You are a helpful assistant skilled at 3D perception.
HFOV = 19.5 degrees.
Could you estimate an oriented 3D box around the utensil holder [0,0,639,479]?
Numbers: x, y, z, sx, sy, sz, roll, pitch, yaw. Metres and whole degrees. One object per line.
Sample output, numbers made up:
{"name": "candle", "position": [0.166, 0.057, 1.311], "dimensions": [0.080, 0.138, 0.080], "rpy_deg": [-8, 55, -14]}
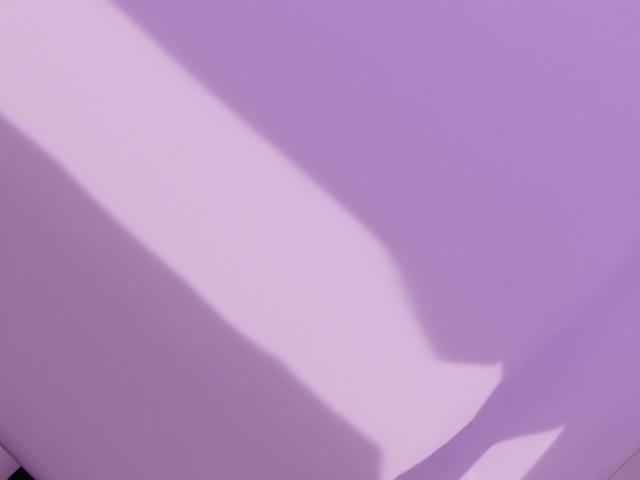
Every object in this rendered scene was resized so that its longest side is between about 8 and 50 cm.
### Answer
{"name": "utensil holder", "position": [-0.062, -0.099, 0.638], "dimensions": [0.385, 0.327, 0.327], "rpy_deg": [44, 123, -11]}

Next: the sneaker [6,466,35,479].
{"name": "sneaker", "position": [-0.021, 0.199, 0.977], "dimensions": [0.447, 0.169, 0.257], "rpy_deg": [-4, 121, 30]}

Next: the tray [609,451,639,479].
{"name": "tray", "position": [0.226, 0.175, 0.963], "dimensions": [0.270, 0.030, 0.145], "rpy_deg": [20, 121, 18]}
